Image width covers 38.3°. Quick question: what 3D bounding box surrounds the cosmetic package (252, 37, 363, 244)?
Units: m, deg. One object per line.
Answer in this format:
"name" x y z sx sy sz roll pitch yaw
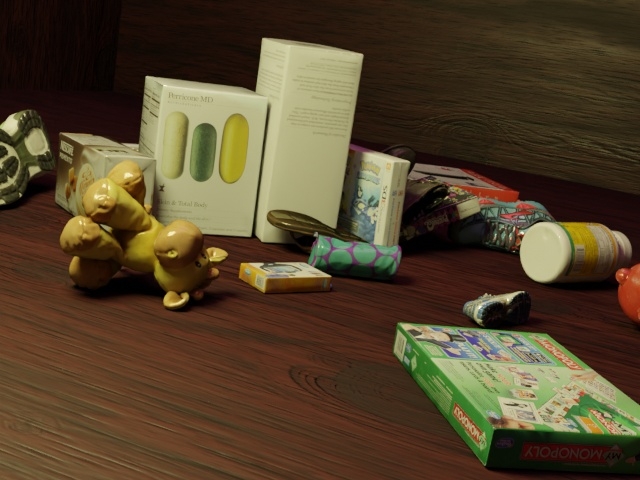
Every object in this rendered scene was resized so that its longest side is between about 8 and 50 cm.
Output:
"cosmetic package" -0.045 -0.188 1.753 0.155 0.366 0.197 3 16 -20

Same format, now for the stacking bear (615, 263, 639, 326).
"stacking bear" 0.619 0.078 1.511 0.289 0.164 0.175 -8 62 -20

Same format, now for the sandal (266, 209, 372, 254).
"sandal" 0.000 0.000 1.675 0.219 0.060 0.090 19 12 -30

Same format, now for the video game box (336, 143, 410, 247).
"video game box" 0.083 -0.081 1.782 0.048 0.187 0.205 0 14 -35

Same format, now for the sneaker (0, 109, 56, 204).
"sneaker" -0.645 -0.130 1.726 0.182 0.158 0.410 -21 10 11

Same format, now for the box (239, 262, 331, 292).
"box" -0.048 0.057 1.434 0.136 0.028 0.081 -2 16 -35

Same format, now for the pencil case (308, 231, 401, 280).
"pencil case" 0.058 0.028 1.550 0.151 0.065 0.070 8 37 -6

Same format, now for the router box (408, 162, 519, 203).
"router box" 0.318 -0.136 2.442 0.301 0.082 0.335 6 13 -14

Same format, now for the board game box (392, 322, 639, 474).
"board game box" 0.231 0.172 1.061 0.213 0.046 0.317 7 12 -14

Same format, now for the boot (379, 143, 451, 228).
"boot" 0.176 -0.105 1.880 0.229 0.091 0.263 8 43 49

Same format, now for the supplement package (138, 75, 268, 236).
"supplement package" -0.231 -0.160 1.736 0.199 0.263 0.198 4 13 -20

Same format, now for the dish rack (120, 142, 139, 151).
"dish rack" -0.381 -0.168 2.119 0.332 0.072 0.285 -2 16 -41

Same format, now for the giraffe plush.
"giraffe plush" -0.229 0.015 1.271 0.170 0.181 0.210 23 -19 17

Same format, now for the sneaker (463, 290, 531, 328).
"sneaker" 0.271 0.100 1.413 0.135 0.052 0.058 -2 12 -42

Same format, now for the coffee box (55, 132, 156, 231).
"coffee box" -0.392 -0.106 1.663 0.098 0.141 0.246 0 16 -34

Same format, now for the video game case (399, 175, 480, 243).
"video game case" 0.192 -0.067 1.945 0.210 0.042 0.232 -22 20 -13

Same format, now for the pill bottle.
"pill bottle" 0.493 0.023 1.758 0.208 0.118 0.117 0 15 -33

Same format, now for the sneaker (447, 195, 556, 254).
"sneaker" 0.398 -0.027 1.951 0.261 0.104 0.125 -6 30 -21
